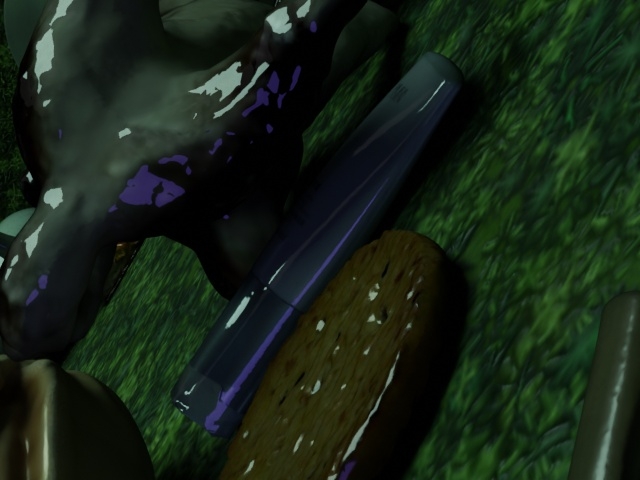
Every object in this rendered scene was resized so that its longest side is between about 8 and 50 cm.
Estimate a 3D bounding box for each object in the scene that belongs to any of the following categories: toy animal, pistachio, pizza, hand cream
[{"bbox_3d":[-0.090,-0.065,0.880,0.303,0.194,0.344,-61,-8,2],"label":"toy animal"},{"bbox_3d":[-0.193,0.186,0.791,0.318,0.193,0.214,-93,11,-51],"label":"pistachio"},{"bbox_3d":[-0.230,-0.001,1.560,0.131,0.041,0.178,-44,21,40],"label":"pizza"},{"bbox_3d":[0.000,0.000,0.799,0.255,0.048,0.079,-54,20,8],"label":"hand cream"}]

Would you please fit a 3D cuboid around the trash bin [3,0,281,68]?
[{"bbox_3d":[-0.224,-0.292,1.678,0.280,0.280,0.432,-61,18,-10],"label":"trash bin"}]

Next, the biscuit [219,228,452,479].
[{"bbox_3d":[0.005,0.078,0.660,0.188,0.027,0.188,-53,14,20],"label":"biscuit"}]

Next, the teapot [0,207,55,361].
[{"bbox_3d":[-0.351,0.053,1.619,0.294,0.129,0.193,123,165,-66],"label":"teapot"}]

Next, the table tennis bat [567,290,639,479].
[{"bbox_3d":[0.070,0.118,0.392,0.131,0.022,0.234,-37,29,58],"label":"table tennis bat"}]
